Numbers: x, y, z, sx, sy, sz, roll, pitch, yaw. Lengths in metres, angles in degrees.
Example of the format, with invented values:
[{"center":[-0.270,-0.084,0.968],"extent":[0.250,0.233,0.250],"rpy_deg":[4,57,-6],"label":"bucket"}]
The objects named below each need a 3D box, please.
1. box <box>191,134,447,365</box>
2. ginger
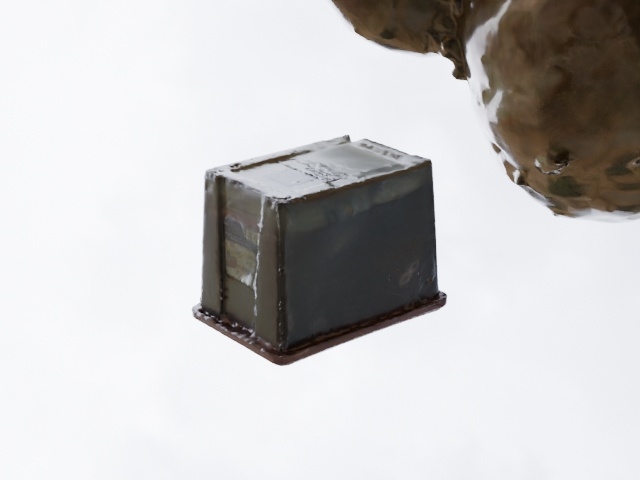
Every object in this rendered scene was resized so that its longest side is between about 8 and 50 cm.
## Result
[{"center":[0.000,0.000,0.532],"extent":[0.085,0.060,0.063],"rpy_deg":[-15,-66,-36],"label":"box"},{"center":[0.174,-0.115,0.669],"extent":[0.256,0.375,0.176],"rpy_deg":[52,-120,-30],"label":"ginger"}]
